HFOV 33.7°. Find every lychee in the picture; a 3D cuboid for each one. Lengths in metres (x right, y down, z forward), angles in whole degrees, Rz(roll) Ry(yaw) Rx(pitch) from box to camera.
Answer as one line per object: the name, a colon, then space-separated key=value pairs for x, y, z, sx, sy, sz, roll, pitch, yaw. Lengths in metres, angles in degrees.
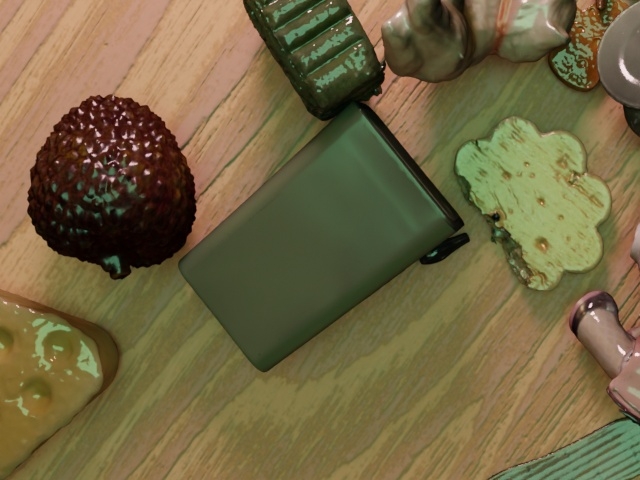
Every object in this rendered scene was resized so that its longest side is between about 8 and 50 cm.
lychee: x=-0.292 y=-0.077 z=1.484 sx=0.236 sy=0.236 sz=0.271 roll=-15 pitch=67 yaw=6

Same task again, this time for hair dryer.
hair dryer: x=0.166 y=-0.012 z=1.538 sx=0.079 sy=0.031 sz=0.083 roll=-28 pitch=80 yaw=-5

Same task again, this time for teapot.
teapot: x=0.489 y=-0.242 z=1.449 sx=0.162 sy=0.149 sz=0.239 roll=27 pitch=93 yaw=40

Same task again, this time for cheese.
cheese: x=-0.475 y=0.199 z=1.562 sx=0.384 sy=0.104 sz=0.384 roll=0 pitch=90 yaw=7

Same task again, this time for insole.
insole: x=0.331 y=0.364 z=1.529 sx=0.348 sy=0.009 sz=0.119 roll=-30 pitch=87 yaw=5

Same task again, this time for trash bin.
trash bin: x=0.000 y=0.000 z=1.484 sx=0.343 sy=0.158 sz=0.223 roll=-40 pitch=86 yaw=13

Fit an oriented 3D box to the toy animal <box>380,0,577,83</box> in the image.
toy animal: x=0.217 y=-0.288 z=1.398 sx=0.266 sy=0.308 sz=0.188 roll=-39 pitch=92 yaw=12

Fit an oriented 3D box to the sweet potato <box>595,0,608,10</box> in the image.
sweet potato: x=0.370 y=-0.427 z=1.496 sx=0.050 sy=0.050 sz=0.214 roll=-25 pitch=84 yaw=5

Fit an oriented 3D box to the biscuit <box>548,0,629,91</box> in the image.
biscuit: x=0.384 y=-0.290 z=1.513 sx=0.140 sy=0.023 sz=0.118 roll=-41 pitch=83 yaw=4

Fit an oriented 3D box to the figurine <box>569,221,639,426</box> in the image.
figurine: x=0.523 y=0.073 z=1.396 sx=0.253 sy=0.211 sz=0.361 roll=27 pitch=106 yaw=-7

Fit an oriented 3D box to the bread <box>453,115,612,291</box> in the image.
bread: x=0.314 y=-0.060 z=1.514 sx=0.182 sy=0.039 sz=0.251 roll=-32 pitch=87 yaw=5

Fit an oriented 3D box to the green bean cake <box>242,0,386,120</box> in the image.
green bean cake: x=-0.009 y=-0.276 z=1.452 sx=0.125 sy=0.227 sz=0.222 roll=-34 pitch=91 yaw=3
